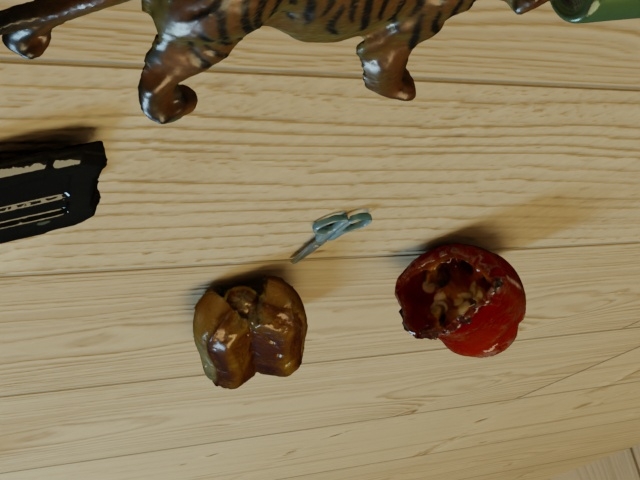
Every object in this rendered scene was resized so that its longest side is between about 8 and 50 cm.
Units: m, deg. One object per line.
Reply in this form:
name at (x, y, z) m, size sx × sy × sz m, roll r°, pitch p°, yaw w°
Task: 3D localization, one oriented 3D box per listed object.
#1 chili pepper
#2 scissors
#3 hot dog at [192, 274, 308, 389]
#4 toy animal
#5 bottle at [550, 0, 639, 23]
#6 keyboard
chili pepper at (0.093, 0.039, 1.272) m, size 0.070 × 0.073 × 0.123 m, roll 23°, pitch 177°, yaw 20°
scissors at (0.000, 0.000, 1.126) m, size 0.036 × 0.006 × 0.083 m, roll -7°, pitch 164°, yaw -29°
hot dog at (-0.044, 0.060, 1.231) m, size 0.071 × 0.045 × 0.165 m, roll -17°, pitch 167°, yaw -5°
toy animal at (-0.008, -0.090, 0.668) m, size 0.241 × 0.056 × 0.099 m, roll -6°, pitch 156°, yaw -33°
bottle at (0.133, -0.106, 0.806) m, size 0.083 × 0.030 × 0.030 m, roll -8°, pitch 164°, yaw -35°
keyboard at (-0.221, 0.001, 0.836) m, size 0.262 × 0.016 × 0.106 m, roll -13°, pitch 166°, yaw -12°
